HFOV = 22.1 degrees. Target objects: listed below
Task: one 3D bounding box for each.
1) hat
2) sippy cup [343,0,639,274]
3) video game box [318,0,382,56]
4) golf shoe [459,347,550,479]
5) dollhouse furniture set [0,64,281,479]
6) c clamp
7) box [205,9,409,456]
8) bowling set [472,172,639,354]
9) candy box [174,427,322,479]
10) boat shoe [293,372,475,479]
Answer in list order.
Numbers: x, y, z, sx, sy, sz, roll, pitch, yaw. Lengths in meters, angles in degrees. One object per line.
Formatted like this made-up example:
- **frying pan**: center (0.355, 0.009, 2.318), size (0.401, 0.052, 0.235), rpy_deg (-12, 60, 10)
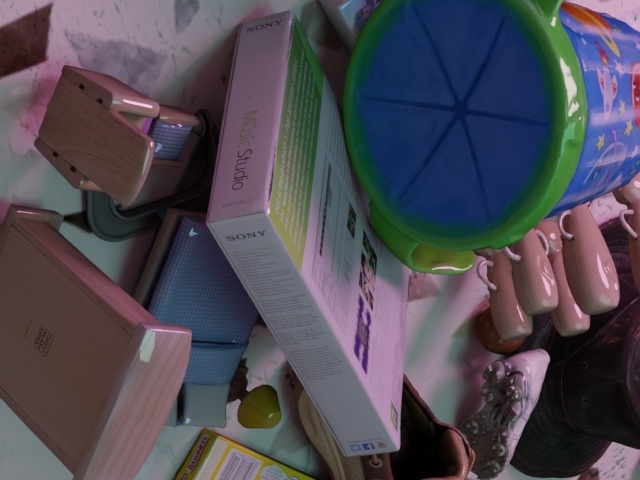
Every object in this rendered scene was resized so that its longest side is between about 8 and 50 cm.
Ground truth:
- **hat**: center (0.350, 0.143, 1.851), size (0.331, 0.134, 0.331), rpy_deg (-23, 126, -35)
- **sippy cup**: center (0.176, -0.115, 1.417), size (0.224, 0.305, 0.240), rpy_deg (-7, 80, -48)
- **video game box**: center (0.110, -0.206, 1.480), size (0.187, 0.048, 0.205), rpy_deg (-44, 136, -11)
- **golf shoe**: center (0.204, 0.187, 1.764), size (0.086, 0.069, 0.176), rpy_deg (-28, 150, -39)
- **dollhouse furniture set**: center (-0.086, 0.049, 1.313), size (0.303, 0.198, 0.286), rpy_deg (8, 112, -47)
- **c clamp**: center (-0.139, -0.065, 1.347), size (0.161, 0.022, 0.137), rpy_deg (-15, 122, -37)
- **box**: center (0.000, 0.000, 1.394), size (0.322, 0.058, 0.232), rpy_deg (64, 24, -43)
- **bowling set**: center (0.215, 0.021, 1.677), size (0.287, 0.200, 0.154), rpy_deg (3, 68, -48)
- **candy box**: center (-0.068, 0.258, 1.589), size (0.206, 0.027, 0.105), rpy_deg (33, 87, -48)
- **boat shoe**: center (0.089, 0.230, 1.638), size (0.123, 0.123, 0.342), rpy_deg (-54, 137, -32)
